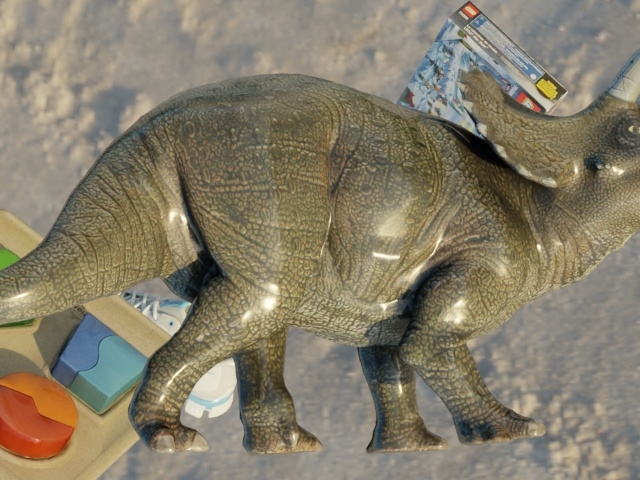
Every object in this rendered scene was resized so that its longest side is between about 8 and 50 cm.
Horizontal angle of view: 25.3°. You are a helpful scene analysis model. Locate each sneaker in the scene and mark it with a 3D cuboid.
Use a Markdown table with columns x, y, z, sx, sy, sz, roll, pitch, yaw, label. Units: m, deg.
| x | y | z | sx | sy | sz | roll | pitch | yaw | label |
| --- | --- | --- | --- | --- | --- | --- | --- | --- | --- |
| -0.144 | 0.068 | 1.234 | 0.191 | 0.071 | 0.083 | 33 | 130 | 3 | sneaker |

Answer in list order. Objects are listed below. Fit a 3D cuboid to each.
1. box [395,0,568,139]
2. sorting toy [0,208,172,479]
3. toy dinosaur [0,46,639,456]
| x | y | z | sx | sy | sz | roll | pitch | yaw | label |
| --- | --- | --- | --- | --- | --- | --- | --- | --- | --- |
| 0.108 | -0.096 | 1.014 | 0.094 | 0.027 | 0.137 | 45 | 151 | 7 | box |
| -0.255 | 0.050 | 0.998 | 0.307 | 0.229 | 0.041 | 37 | 126 | 7 | sorting toy |
| 0.000 | 0.000 | 0.539 | 0.121 | 0.313 | 0.160 | 132 | 137 | -75 | toy dinosaur |
